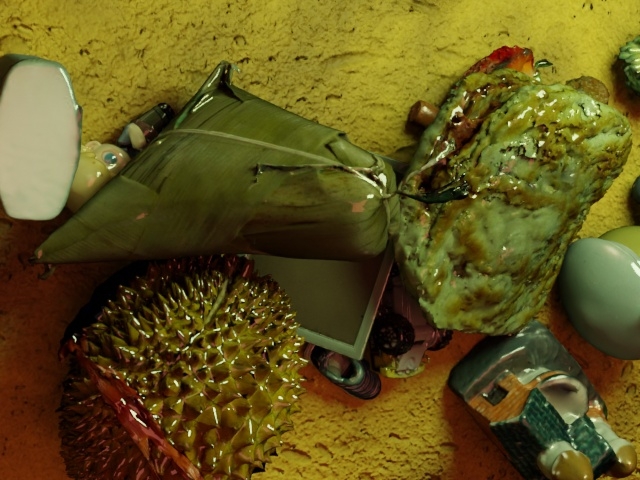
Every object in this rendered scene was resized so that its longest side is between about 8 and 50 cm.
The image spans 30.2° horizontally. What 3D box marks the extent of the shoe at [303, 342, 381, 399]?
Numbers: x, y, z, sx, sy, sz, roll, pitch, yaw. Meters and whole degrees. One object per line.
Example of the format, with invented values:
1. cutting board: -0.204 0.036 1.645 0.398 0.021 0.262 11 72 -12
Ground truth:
1. shoe: 0.041 0.196 1.800 0.143 0.071 0.064 39 86 -25

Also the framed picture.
1. framed picture: 0.000 0.000 1.724 0.231 0.018 0.293 19 93 13

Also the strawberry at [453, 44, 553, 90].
1. strawberry: 0.263 -0.224 1.798 0.192 0.085 0.140 -51 133 -8

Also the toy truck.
1. toy truck: 0.119 0.064 1.783 0.136 0.111 0.285 -1 90 -50

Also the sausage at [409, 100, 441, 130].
1. sausage: 0.196 -0.170 1.809 0.131 0.041 0.039 26 78 -21

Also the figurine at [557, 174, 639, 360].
1. figurine: 0.507 -0.002 1.904 0.205 0.224 0.382 25 65 0

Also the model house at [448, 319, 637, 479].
1. model house: 0.374 0.289 1.818 0.190 0.301 0.271 -39 109 -2

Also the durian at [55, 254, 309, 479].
1. durian: -0.193 0.189 1.587 0.348 0.347 0.384 29 96 -21

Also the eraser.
1. eraser: -0.367 -0.137 1.488 0.104 0.290 0.189 -2 100 -18

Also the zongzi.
1. zongzi: -0.080 -0.015 1.485 0.418 0.447 0.181 -43 143 -32

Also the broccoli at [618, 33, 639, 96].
1. broccoli: 0.628 -0.300 1.831 0.288 0.245 0.248 -46 101 -13

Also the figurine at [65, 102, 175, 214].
1. figurine: -0.271 -0.105 1.630 0.196 0.108 0.114 -37 143 -18

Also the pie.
1. pie: 0.271 -0.037 1.714 0.395 0.180 0.418 -3 116 -45
